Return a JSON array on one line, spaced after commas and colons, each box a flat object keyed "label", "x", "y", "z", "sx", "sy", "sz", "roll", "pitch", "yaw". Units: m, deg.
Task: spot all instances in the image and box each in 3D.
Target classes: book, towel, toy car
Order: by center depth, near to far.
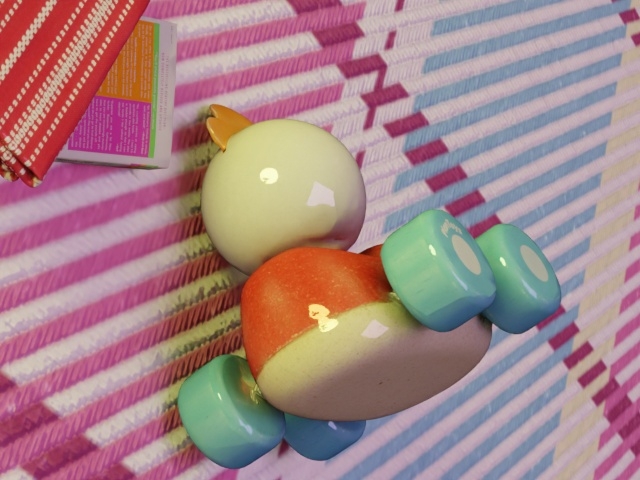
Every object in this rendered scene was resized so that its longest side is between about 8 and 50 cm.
[{"label": "towel", "x": -0.202, "y": -0.188, "z": 0.856, "sx": 0.275, "sy": 0.031, "sz": 0.199, "roll": 53, "pitch": 43, "yaw": -32}, {"label": "book", "x": -0.144, "y": -0.095, "z": 0.966, "sx": 0.144, "sy": 0.035, "sz": 0.096, "roll": 4, "pitch": 84, "yaw": -57}, {"label": "toy car", "x": 0.000, "y": 0.000, "z": 1.084, "sx": 0.210, "sy": 0.219, "sz": 0.238, "roll": 8, "pitch": 51, "yaw": -58}]
